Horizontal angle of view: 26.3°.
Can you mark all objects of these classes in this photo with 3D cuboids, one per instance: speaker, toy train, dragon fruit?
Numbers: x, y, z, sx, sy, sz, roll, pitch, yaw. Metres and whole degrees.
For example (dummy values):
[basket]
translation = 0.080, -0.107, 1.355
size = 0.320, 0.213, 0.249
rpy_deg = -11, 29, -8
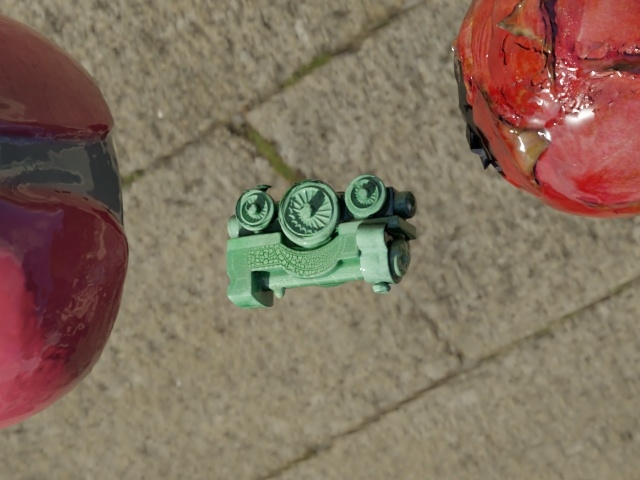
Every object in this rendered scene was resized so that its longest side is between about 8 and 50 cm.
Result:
[speaker]
translation = -0.258, -0.006, 0.913
size = 0.294, 0.294, 0.294
rpy_deg = -9, 137, -9
[toy train]
translation = 0.000, 0.000, 1.196
size = 0.178, 0.105, 0.071
rpy_deg = -7, 164, 22
[dragon fruit]
translation = 0.267, -0.172, 1.194
size = 0.295, 0.296, 0.302
rpy_deg = 15, 134, -30
